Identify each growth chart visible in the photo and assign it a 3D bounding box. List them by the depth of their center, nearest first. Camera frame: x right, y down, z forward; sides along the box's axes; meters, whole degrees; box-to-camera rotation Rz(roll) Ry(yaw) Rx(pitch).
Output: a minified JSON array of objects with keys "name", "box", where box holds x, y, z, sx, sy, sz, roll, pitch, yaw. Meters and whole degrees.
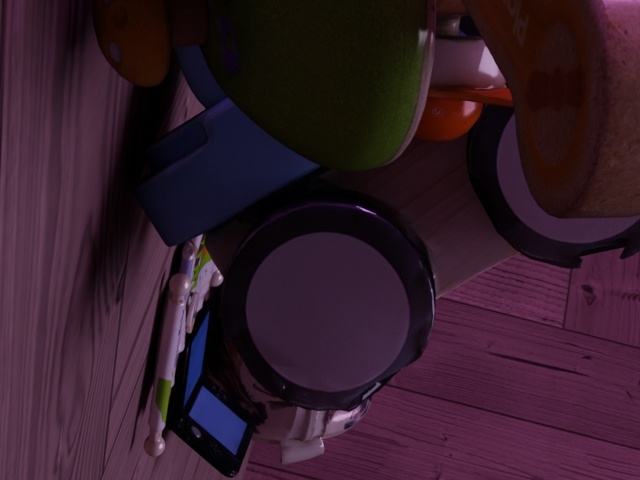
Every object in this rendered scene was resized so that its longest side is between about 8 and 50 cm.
[{"name":"growth chart","box":[-0.090,0.020,1.325,0.237,0.021,0.172,-74,176,-56]}]

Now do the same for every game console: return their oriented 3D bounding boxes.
[{"name":"game console","box":[-0.084,0.123,1.519,0.071,0.107,0.122,-47,-174,17]}]

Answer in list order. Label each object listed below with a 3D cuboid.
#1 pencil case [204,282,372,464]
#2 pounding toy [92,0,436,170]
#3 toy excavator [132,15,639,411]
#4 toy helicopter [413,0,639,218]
[{"name":"pencil case","box":[0.000,0.000,1.591,0.183,0.160,0.410,-100,-162,-50]},{"name":"pounding toy","box":[-0.049,-0.122,0.709,0.237,0.110,0.183,-125,-150,-53]},{"name":"toy excavator","box":[0.043,-0.201,0.932,0.433,0.445,0.222,-31,-172,10]},{"name":"toy helicopter","box":[0.061,-0.112,0.697,0.355,0.140,0.235,-106,-157,-53]}]
